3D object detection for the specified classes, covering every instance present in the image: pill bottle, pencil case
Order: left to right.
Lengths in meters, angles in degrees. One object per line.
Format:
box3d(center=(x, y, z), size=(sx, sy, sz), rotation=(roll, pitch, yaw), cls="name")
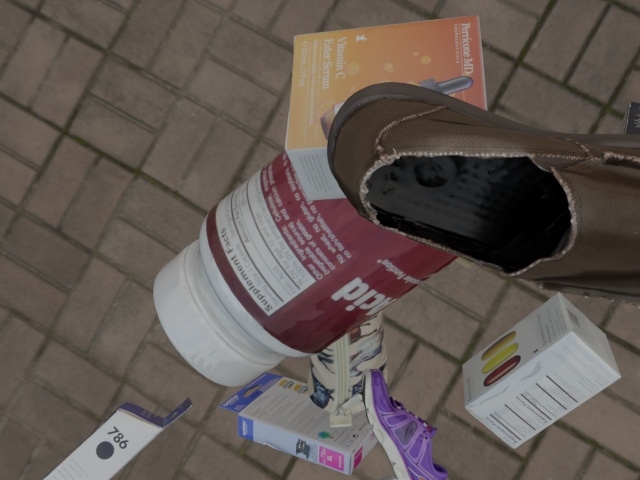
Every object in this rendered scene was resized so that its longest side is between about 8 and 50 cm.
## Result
box3d(center=(0.000, 0.000, 0.888), size=(0.392, 0.224, 0.224), rotation=(-37, 83, 21), cls="pill bottle")
box3d(center=(0.040, 0.152, 1.271), size=(0.160, 0.410, 0.183), rotation=(-8, 51, -1), cls="pencil case")

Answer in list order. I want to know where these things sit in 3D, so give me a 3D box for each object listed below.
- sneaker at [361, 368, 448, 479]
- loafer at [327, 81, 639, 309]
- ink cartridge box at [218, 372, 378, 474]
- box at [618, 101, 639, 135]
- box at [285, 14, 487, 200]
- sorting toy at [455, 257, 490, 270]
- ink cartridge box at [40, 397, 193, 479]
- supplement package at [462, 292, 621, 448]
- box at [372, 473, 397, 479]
box3d(center=(0.102, 0.230, 0.912), size=(0.071, 0.068, 0.170), rotation=(-27, 93, 2), cls="sneaker")
box3d(center=(0.177, -0.009, 0.545), size=(0.366, 0.130, 0.134), rotation=(12, 120, 1), cls="loafer")
box3d(center=(-0.034, 0.370, 1.535), size=(0.311, 0.186, 0.065), rotation=(14, 112, 26), cls="ink cartridge box")
box3d(center=(0.700, -0.096, 1.590), size=(0.183, 0.294, 0.296), rotation=(17, 126, 18), cls="box")
box3d(center=(0.063, -0.118, 0.674), size=(0.170, 0.091, 0.130), rotation=(-4, 63, 11), cls="box")
box3d(center=(0.314, -0.023, 1.779), size=(0.041, 0.229, 0.307), rotation=(-46, 55, -11), cls="sorting toy")
box3d(center=(-0.309, 0.301, 0.948), size=(0.333, 0.165, 0.065), rotation=(-41, 90, -16), cls="ink cartridge box")
box3d(center=(0.394, 0.239, 1.352), size=(0.134, 0.139, 0.244), rotation=(41, 114, -12), cls="supplement package")
box3d(center=(0.185, 0.584, 1.556), size=(0.145, 0.038, 0.186), rotation=(-26, 89, 25), cls="box")
